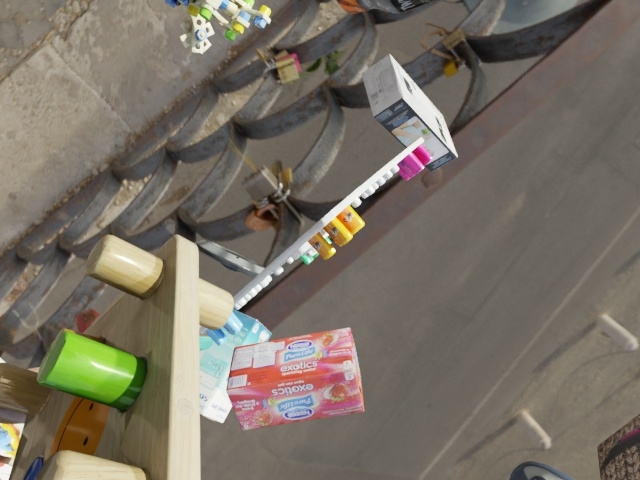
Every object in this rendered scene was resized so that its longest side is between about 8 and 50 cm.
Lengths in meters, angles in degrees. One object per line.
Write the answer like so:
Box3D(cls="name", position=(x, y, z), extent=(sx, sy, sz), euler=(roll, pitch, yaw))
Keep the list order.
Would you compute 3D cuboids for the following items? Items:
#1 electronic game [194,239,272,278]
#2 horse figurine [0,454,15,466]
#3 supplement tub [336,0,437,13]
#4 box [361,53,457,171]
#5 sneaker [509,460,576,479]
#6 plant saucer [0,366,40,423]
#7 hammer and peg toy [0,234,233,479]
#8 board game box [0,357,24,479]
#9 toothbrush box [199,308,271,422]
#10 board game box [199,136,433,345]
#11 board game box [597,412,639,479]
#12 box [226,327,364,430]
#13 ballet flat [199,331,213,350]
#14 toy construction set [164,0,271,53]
Box3D(cls="electronic game", position=(-0.237, 0.057, 1.395), extent=(0.229, 0.229, 0.048), euler=(26, 87, -30))
Box3D(cls="horse figurine", position=(-0.341, 0.217, 0.444), extent=(0.174, 0.263, 0.066), euler=(22, 127, -33))
Box3D(cls="supplement tub", position=(0.162, -0.417, 0.657), extent=(0.316, 0.193, 0.193), euler=(-8, 130, 29))
Box3D(cls="box", position=(0.235, -0.322, 1.335), extent=(0.087, 0.169, 0.290), euler=(-29, 141, 27))
Box3D(cls="sneaker", position=(0.351, 0.417, 0.767), extent=(0.131, 0.319, 0.112), euler=(30, 91, -10))
Box3D(cls="plant saucer", position=(-0.318, 0.177, 0.599), extent=(0.169, 0.168, 0.029), euler=(0, 90, -20))
Box3D(cls="hammer and peg toy", position=(-0.171, 0.188, 0.350), extent=(0.127, 0.361, 0.266), euler=(33, 116, -33))
Box3D(cls="board game box", position=(-0.472, 0.354, 0.806), extent=(0.305, 0.193, 0.053), euler=(46, 121, -9))
Box3D(cls="toothbrush box", position=(-0.317, 0.343, 1.505), extent=(0.295, 0.216, 0.126), euler=(-61, 151, -18))
Box3D(cls="board game box", position=(0.000, 0.000, 0.930), extent=(0.050, 0.390, 0.390), euler=(49, 129, 0))
Box3D(cls="board game box", position=(0.627, 0.475, 0.905), extent=(0.141, 0.291, 0.232), euler=(16, 135, 6))
Box3D(cls="box", position=(-0.048, 0.281, 1.051), extent=(0.257, 0.128, 0.122), euler=(-11, 120, 4))
Box3D(cls="ballet flat", position=(-0.374, 0.259, 1.365), extent=(0.074, 0.074, 0.203), euler=(-51, 149, 12))
Box3D(cls="toy construction set", position=(-0.301, -0.622, 1.393), extent=(0.215, 0.328, 0.151), euler=(24, 80, -38))
